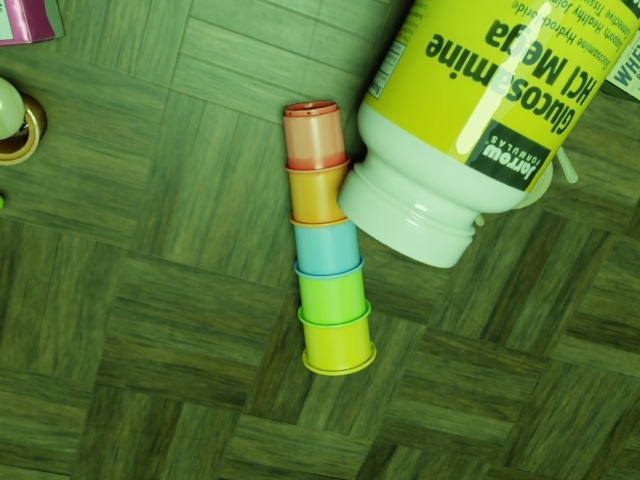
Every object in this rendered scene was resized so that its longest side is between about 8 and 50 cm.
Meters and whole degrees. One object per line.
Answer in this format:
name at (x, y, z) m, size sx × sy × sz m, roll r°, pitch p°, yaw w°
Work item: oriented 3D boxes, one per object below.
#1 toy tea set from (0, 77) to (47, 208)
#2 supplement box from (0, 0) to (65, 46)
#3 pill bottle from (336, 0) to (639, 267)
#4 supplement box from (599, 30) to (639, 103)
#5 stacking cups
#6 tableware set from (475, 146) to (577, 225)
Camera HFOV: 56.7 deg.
toy tea set at (-0.430, -0.044, 0.598) m, size 0.200 × 0.124 × 0.336 m, roll 35°, pitch 104°, yaw -19°
supplement box at (-0.368, -0.228, 0.538) m, size 0.220 × 0.111 × 0.113 m, roll -5°, pitch 112°, yaw -6°
pill bottle at (0.153, -0.148, 0.563) m, size 0.188 × 0.188 × 0.333 m, roll 23°, pitch 109°, yaw -16°
supplement box at (0.327, -0.197, 0.655) m, size 0.083 × 0.083 × 0.056 m, roll 24°, pitch 108°, yaw -16°
stacking cups at (0.000, 0.000, 0.698) m, size 0.096 × 0.096 × 0.315 m, roll -10°, pitch 109°, yaw -3°
tableware set at (0.202, -0.127, 0.694) m, size 0.128 × 0.039 × 0.194 m, roll -26°, pitch 108°, yaw 16°
